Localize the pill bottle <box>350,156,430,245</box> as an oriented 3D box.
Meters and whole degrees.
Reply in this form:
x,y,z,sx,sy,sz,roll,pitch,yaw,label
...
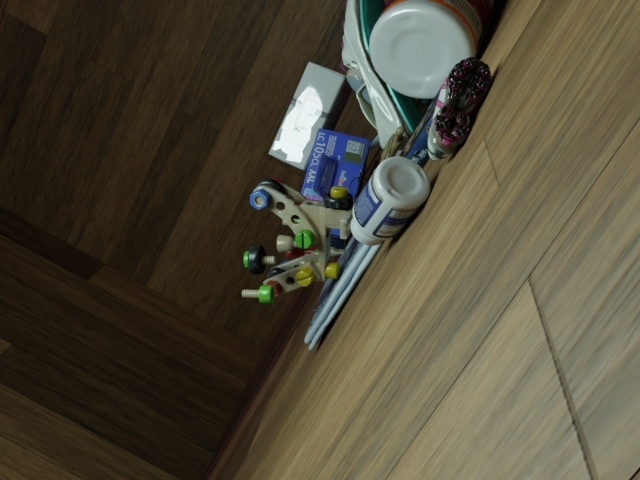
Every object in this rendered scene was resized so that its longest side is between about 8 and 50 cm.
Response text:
x,y,z,sx,sy,sz,roll,pitch,yaw,label
0.108,-0.058,1.262,0.094,0.094,0.169,-62,3,-32,pill bottle

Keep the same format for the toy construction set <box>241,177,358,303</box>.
x,y,z,sx,sy,sz,roll,pitch,yaw,label
0.000,0.000,1.571,0.309,0.237,0.257,14,-104,-75,toy construction set

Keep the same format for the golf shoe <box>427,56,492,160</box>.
x,y,z,sx,sy,sz,roll,pitch,yaw,label
0.211,-0.210,1.195,0.186,0.068,0.086,-62,1,-24,golf shoe

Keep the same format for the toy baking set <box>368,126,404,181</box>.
x,y,z,sx,sy,sz,roll,pitch,yaw,label
0.137,-0.151,1.653,0.256,0.030,0.196,116,177,-59,toy baking set

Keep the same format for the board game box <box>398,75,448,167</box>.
x,y,z,sx,sy,sz,roll,pitch,yaw,label
0.207,-0.201,1.539,0.243,0.042,0.165,-60,2,30,board game box

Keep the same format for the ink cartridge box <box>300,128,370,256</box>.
x,y,z,sx,sy,sz,roll,pitch,yaw,label
0.032,-0.128,2.049,0.395,0.151,0.269,95,-171,-80,ink cartridge box

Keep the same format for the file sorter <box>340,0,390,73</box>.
x,y,z,sx,sy,sz,roll,pitch,yaw,label
0.177,-0.569,2.032,0.202,0.182,0.290,-27,-33,-24,file sorter

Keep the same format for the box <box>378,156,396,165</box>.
x,y,z,sx,sy,sz,roll,pitch,yaw,label
0.202,-0.234,2.148,0.109,0.042,0.178,-65,4,-29,box

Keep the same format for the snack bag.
x,y,z,sx,sy,sz,roll,pitch,yaw,label
0.072,0.042,1.647,0.323,0.037,0.342,-60,3,19,snack bag

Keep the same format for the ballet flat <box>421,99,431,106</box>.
x,y,z,sx,sy,sz,roll,pitch,yaw,label
0.312,-0.425,2.144,0.052,0.057,0.168,-28,-15,-35,ballet flat

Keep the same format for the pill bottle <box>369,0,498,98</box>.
x,y,z,sx,sy,sz,roll,pitch,yaw,label
0.268,-0.508,1.674,0.392,0.224,0.224,-63,2,-41,pill bottle

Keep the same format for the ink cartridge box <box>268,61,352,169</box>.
x,y,z,sx,sy,sz,roll,pitch,yaw,label
-0.022,-0.350,2.164,0.283,0.117,0.207,-65,-6,8,ink cartridge box

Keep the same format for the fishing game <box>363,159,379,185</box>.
x,y,z,sx,sy,sz,roll,pitch,yaw,label
0.124,-0.121,2.074,0.264,0.041,0.189,-84,13,-65,fishing game

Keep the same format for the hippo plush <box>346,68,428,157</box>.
x,y,z,sx,sy,sz,roll,pitch,yaw,label
0.237,-0.386,1.923,0.236,0.234,0.294,-44,-47,-19,hippo plush

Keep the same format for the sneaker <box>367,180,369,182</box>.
x,y,z,sx,sy,sz,roll,pitch,yaw,label
0.146,-0.108,1.848,0.161,0.057,0.075,-154,69,-82,sneaker

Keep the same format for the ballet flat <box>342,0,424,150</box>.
x,y,z,sx,sy,sz,roll,pitch,yaw,label
0.121,-0.388,1.737,0.139,0.400,0.139,-21,2,1,ballet flat
